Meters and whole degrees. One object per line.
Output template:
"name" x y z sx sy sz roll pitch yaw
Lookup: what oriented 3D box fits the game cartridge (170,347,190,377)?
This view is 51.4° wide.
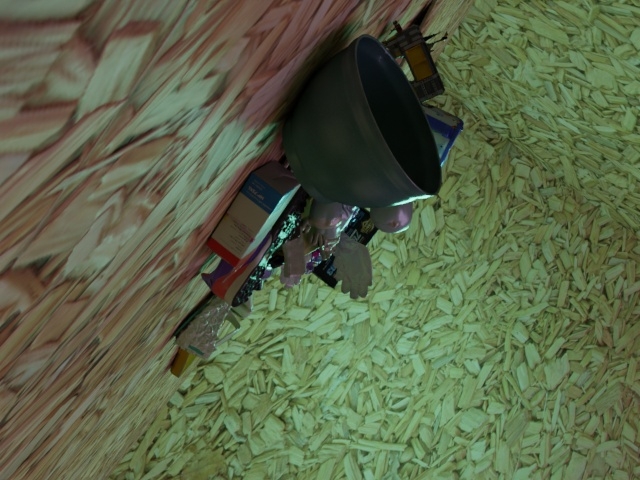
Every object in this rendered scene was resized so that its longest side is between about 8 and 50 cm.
"game cartridge" -0.397 0.306 2.297 0.285 0.052 0.324 -52 176 -37

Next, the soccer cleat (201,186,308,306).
"soccer cleat" -0.143 -0.009 1.477 0.318 0.116 0.108 -57 166 2

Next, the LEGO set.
"LEGO set" 0.173 -0.411 1.596 0.254 0.192 0.331 -20 -169 27

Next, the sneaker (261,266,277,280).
"sneaker" -0.202 0.069 1.879 0.161 0.102 0.282 -48 166 -25

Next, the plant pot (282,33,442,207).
"plant pot" 0.058 -0.177 1.159 0.196 0.293 0.293 -23 -167 26

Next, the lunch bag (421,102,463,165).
"lunch bag" 0.326 -0.387 2.402 0.239 0.327 0.385 -62 173 -10

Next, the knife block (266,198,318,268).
"knife block" -0.077 0.012 1.761 0.088 0.275 0.242 -2 -119 34

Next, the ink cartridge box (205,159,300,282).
"ink cartridge box" -0.142 -0.038 1.325 0.231 0.078 0.134 -53 178 23

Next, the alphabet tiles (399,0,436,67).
"alphabet tiles" 0.251 -0.541 1.960 0.343 0.011 0.285 -63 180 -13

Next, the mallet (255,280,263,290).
"mallet" -0.232 0.147 2.165 0.189 0.039 0.063 -26 125 -70

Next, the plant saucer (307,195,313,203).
"plant saucer" 0.032 -0.245 1.874 0.333 0.081 0.333 -53 179 -31

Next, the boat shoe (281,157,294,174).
"boat shoe" -0.039 -0.169 1.515 0.084 0.079 0.233 -50 178 14

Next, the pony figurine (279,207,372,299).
"pony figurine" 0.000 0.000 2.073 0.363 0.302 0.351 162 -63 -66

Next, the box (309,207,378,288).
"box" 0.019 -0.034 2.328 0.296 0.293 0.073 -53 179 6

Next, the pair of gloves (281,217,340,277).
"pair of gloves" -0.032 -0.028 1.710 0.240 0.042 0.204 -25 114 -47

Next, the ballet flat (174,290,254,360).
"ballet flat" -0.277 0.207 1.950 0.147 0.147 0.409 -54 179 38

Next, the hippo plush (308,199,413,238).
"hippo plush" 0.118 -0.135 1.545 0.234 0.236 0.295 -27 125 -74
